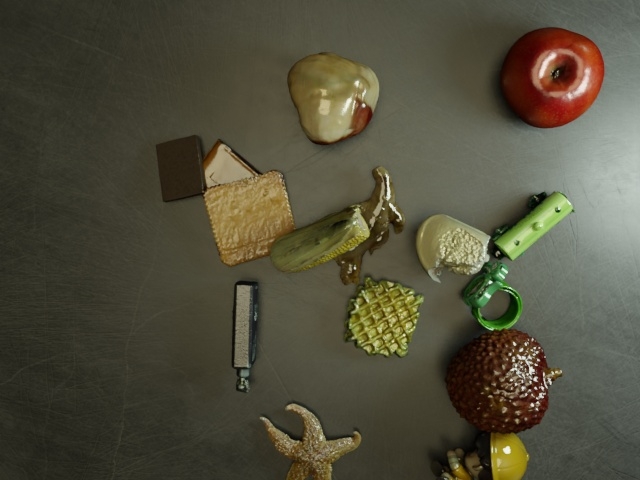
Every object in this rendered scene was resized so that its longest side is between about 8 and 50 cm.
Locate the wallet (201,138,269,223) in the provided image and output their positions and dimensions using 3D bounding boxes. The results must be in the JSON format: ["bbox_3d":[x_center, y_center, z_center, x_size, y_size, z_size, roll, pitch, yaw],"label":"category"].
[{"bbox_3d":[-0.261,-0.165,1.947,0.195,0.042,0.161,39,92,1],"label":"wallet"}]

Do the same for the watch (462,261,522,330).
[{"bbox_3d":[0.487,0.160,1.885,0.152,0.131,0.165,42,94,-10],"label":"watch"}]

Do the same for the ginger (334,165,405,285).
[{"bbox_3d":[0.131,-0.031,1.915,0.166,0.080,0.333,32,93,-11],"label":"ginger"}]

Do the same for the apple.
[{"bbox_3d":[0.601,-0.424,1.795,0.261,0.216,0.260,1,95,6],"label":"apple"}]

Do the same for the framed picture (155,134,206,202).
[{"bbox_3d":[-0.393,-0.202,1.933,0.128,0.023,0.168,-11,81,14],"label":"framed picture"}]

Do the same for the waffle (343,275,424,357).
[{"bbox_3d":[0.169,0.220,1.935,0.204,0.054,0.223,16,94,-9],"label":"waffle"}]

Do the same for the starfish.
[{"bbox_3d":[-0.039,0.625,1.971,0.299,0.060,0.302,7,94,0],"label":"starfish"}]

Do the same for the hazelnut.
[{"bbox_3d":[0.020,-0.378,1.842,0.261,0.241,0.261,4,81,-23],"label":"hazelnut"}]

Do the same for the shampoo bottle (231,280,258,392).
[{"bbox_3d":[-0.217,0.273,1.939,0.071,0.098,0.309,3,94,-2],"label":"shampoo bottle"}]

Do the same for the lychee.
[{"bbox_3d":[0.482,0.371,1.819,0.304,0.276,0.275,-14,93,22],"label":"lychee"}]

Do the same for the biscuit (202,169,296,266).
[{"bbox_3d":[-0.193,-0.061,1.929,0.232,0.013,0.236,-16,104,-8],"label":"biscuit"}]

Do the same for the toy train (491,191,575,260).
[{"bbox_3d":[0.569,-0.039,1.846,0.253,0.157,0.105,-41,90,5],"label":"toy train"}]

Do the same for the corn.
[{"bbox_3d":[-0.003,-0.003,1.850,0.305,0.123,0.122,-27,69,29],"label":"corn"}]

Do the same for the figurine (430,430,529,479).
[{"bbox_3d":[0.443,0.619,1.883,0.257,0.192,0.167,-35,79,10],"label":"figurine"}]

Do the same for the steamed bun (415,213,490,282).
[{"bbox_3d":[0.354,0.035,1.837,0.200,0.225,0.170,22,92,20],"label":"steamed bun"}]
